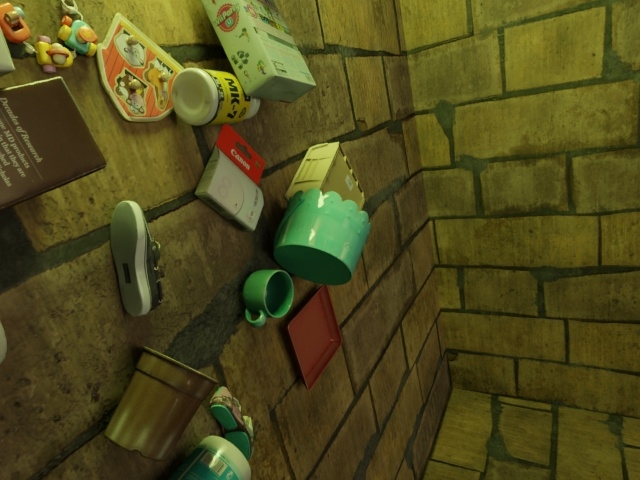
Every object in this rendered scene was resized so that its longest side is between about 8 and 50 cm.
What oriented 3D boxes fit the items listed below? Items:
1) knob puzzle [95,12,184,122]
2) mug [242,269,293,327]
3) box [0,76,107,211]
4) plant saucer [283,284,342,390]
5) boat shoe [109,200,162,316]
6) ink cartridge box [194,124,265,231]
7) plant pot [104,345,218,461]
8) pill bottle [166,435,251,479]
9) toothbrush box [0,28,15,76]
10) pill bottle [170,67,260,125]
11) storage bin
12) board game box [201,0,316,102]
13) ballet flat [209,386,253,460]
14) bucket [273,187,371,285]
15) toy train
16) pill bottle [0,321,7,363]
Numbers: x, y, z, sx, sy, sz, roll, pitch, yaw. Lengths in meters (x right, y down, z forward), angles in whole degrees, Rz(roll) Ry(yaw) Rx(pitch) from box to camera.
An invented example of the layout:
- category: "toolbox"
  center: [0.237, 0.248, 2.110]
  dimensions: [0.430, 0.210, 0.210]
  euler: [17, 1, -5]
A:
- category: "knob puzzle"
  center: [-0.367, -0.332, 0.825]
  dimensions: [0.213, 0.030, 0.213]
  euler: [3, 87, -59]
- category: "mug"
  center: [-0.157, 0.147, 1.085]
  dimensions: [0.158, 0.098, 0.129]
  euler: [-23, 109, -56]
- category: "box"
  center: [-0.487, -0.071, 0.465]
  dimensions: [0.381, 0.191, 0.143]
  euler: [-46, 127, -50]
- category: "plant saucer"
  center: [-0.026, 0.315, 1.341]
  dimensions: [0.258, 0.048, 0.258]
  euler: [-43, 124, -51]
- category: "boat shoe"
  center: [-0.351, 0.034, 0.793]
  dimensions: [0.076, 0.080, 0.228]
  euler: [-22, 109, -63]
- category: "ink cartridge box"
  center: [-0.212, -0.167, 1.050]
  dimensions: [0.189, 0.066, 0.232]
  euler: [44, 57, -49]
- category: "plant pot"
  center: [-0.314, 0.317, 0.777]
  dimensions: [0.167, 0.167, 0.165]
  euler: [52, 55, -44]
- category: "pill bottle"
  center: [-0.275, 0.556, 0.829]
  dimensions: [0.264, 0.146, 0.146]
  euler: [-40, 122, -51]
- category: "toothbrush box"
  center: [-0.524, -0.204, 0.387]
  dimensions: [0.295, 0.217, 0.126]
  euler: [-37, 120, -54]
- category: "pill bottle"
  center: [-0.237, -0.335, 0.943]
  dimensions: [0.208, 0.119, 0.119]
  euler: [-39, 121, -62]
- category: "storage bin"
  center: [0.031, -0.158, 1.382]
  dimensions: [0.262, 0.123, 0.260]
  euler: [57, 43, -41]
- category: "board game box"
  center: [-0.156, -0.508, 0.996]
  dimensions: [0.303, 0.098, 0.224]
  euler: [65, 26, -2]
- category: "ballet flat"
  center: [-0.215, 0.459, 1.014]
  dimensions: [0.079, 0.077, 0.221]
  euler: [-73, 149, -62]
- category: "bucket"
  center: [0.000, 0.000, 1.192]
  dimensions: [0.281, 0.281, 0.183]
  euler: [51, 49, -45]
- category: "toy train"
  center: [-0.451, -0.357, 0.672]
  dimensions: [0.166, 0.046, 0.125]
  euler: [-55, 134, -43]
- category: "pill bottle"
  center: [-0.526, 0.139, 0.422]
  dimensions: [0.278, 0.162, 0.162]
  euler: [-33, 117, -53]
